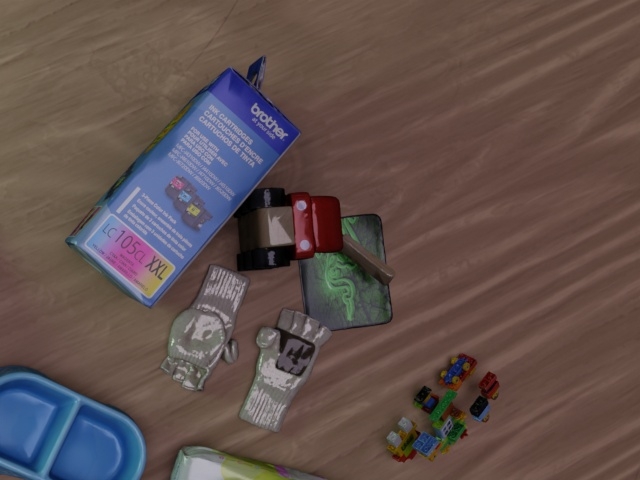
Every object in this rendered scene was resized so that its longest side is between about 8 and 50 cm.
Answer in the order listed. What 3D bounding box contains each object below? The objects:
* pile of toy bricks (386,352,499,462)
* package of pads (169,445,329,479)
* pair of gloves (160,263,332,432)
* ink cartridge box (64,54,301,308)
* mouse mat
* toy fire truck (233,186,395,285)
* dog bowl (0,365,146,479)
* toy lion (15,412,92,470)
[{"bbox_3d":[0.217,0.302,1.643,0.212,0.118,0.105,-47,136,-22],"label":"pile of toy bricks"},{"bbox_3d":[-0.109,0.461,1.546,0.296,0.101,0.229,16,84,-12],"label":"package of pads"},{"bbox_3d":[-0.123,0.174,1.591,0.240,0.042,0.204,31,81,-9],"label":"pair of gloves"},{"bbox_3d":[-0.192,-0.099,1.473,0.151,0.270,0.395,44,78,-13],"label":"ink cartridge box"},{"bbox_3d":[0.040,0.054,1.653,0.152,0.007,0.190,-7,87,-13],"label":"mouse mat"},{"bbox_3d":[0.000,0.000,1.539,0.246,0.217,0.158,-4,87,-14],"label":"toy fire truck"},{"bbox_3d":[-0.393,0.296,1.477,0.297,0.074,0.166,29,68,-17],"label":"dog bowl"},{"bbox_3d":[-0.408,0.307,1.524,0.096,0.034,0.100,-33,94,-20],"label":"toy lion"}]
